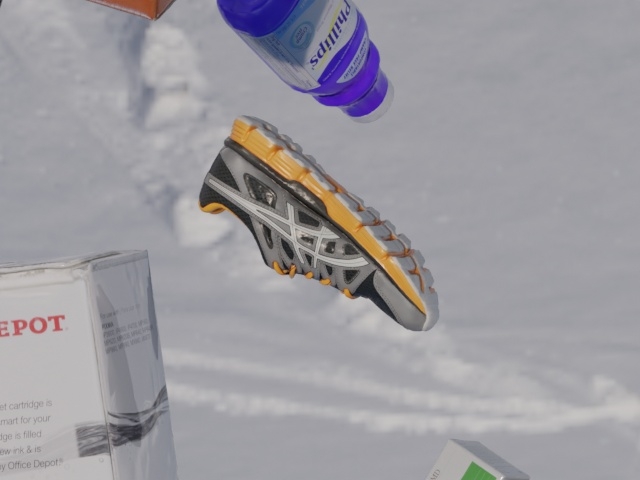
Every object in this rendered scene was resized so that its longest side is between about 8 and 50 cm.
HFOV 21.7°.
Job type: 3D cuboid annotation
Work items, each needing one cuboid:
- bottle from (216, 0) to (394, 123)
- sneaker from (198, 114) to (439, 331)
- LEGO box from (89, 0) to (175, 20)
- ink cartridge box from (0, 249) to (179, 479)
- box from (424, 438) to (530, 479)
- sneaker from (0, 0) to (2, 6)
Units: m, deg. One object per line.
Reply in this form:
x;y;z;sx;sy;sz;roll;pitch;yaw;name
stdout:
-0.006;-0.223;1.856;0.092;0.118;0.283;22;167;36;bottle
0.000;0.000;1.249;0.083;0.215;0.084;-51;166;10;sneaker
-0.304;-0.424;1.233;0.500;0.193;0.372;17;132;13;LEGO box
-0.172;0.120;0.975;0.158;0.218;0.092;-6;-175;19;ink cartridge box
0.180;0.303;2.007;0.087;0.101;0.102;33;-174;27;box
-0.442;-0.181;1.872;0.139;0.341;0.125;20;165;43;sneaker
